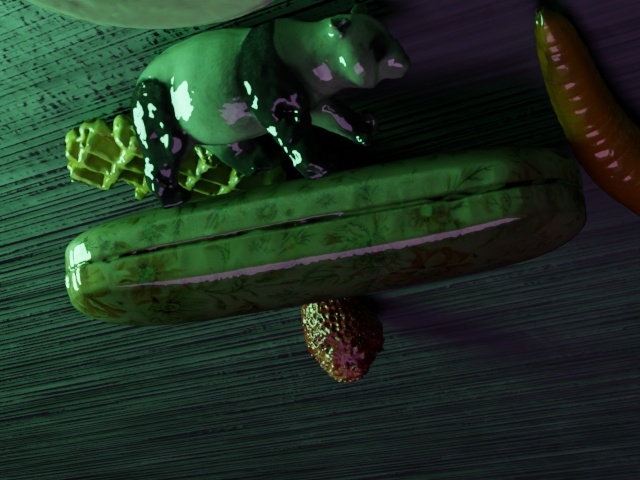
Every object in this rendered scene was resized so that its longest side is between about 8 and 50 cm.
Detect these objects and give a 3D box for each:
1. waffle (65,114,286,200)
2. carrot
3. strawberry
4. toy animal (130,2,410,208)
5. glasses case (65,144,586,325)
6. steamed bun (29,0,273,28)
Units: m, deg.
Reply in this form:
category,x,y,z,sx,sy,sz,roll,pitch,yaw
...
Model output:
category,x,y,z,sx,sy,sz,roll,pitch,yaw
waffle,-0.122,-0.058,1.080,0.192,0.046,0.160,3,157,16
carrot,0.220,-0.081,0.958,0.271,0.062,0.066,37,171,-33
strawberry,0.021,0.094,1.271,0.096,0.083,0.083,48,138,-8
toy animal,-0.039,-0.106,0.931,0.225,0.094,0.121,-10,107,33
glasses case,0.000,0.000,1.013,0.425,0.098,0.156,-10,167,12
steamed bun,-0.101,-0.229,0.699,0.231,0.145,0.232,-1,157,0
